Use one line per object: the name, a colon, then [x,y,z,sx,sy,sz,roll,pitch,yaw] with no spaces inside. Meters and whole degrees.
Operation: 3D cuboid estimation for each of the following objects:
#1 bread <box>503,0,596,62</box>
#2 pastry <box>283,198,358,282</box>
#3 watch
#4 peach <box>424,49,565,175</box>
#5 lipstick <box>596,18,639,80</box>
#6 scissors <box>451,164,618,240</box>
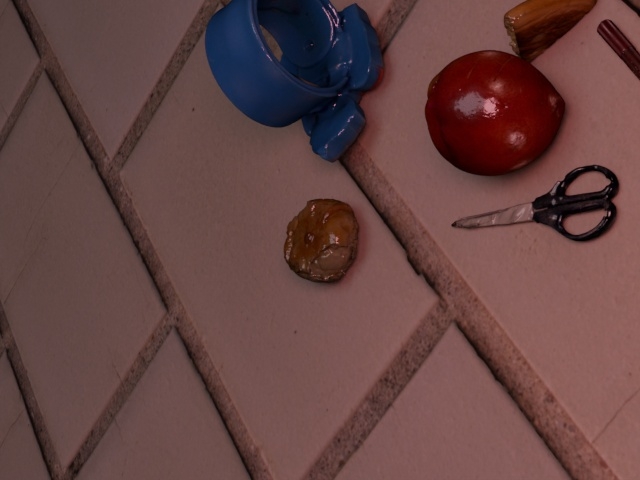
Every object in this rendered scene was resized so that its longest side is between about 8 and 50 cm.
bread: [0.306,-0.317,1.693,0.154,0.136,0.054,-45,66,34]
pastry: [0.003,0.000,1.977,0.153,0.081,0.153,-34,45,43]
watch: [-0.056,-0.284,1.986,0.241,0.274,0.305,-31,51,39]
peach: [0.251,-0.185,1.687,0.197,0.197,0.197,-18,65,44]
lipstick: [0.433,-0.241,1.607,0.027,0.027,0.176,-50,47,26]
scissors: [0.300,-0.042,1.699,0.300,0.022,0.109,-8,68,47]
